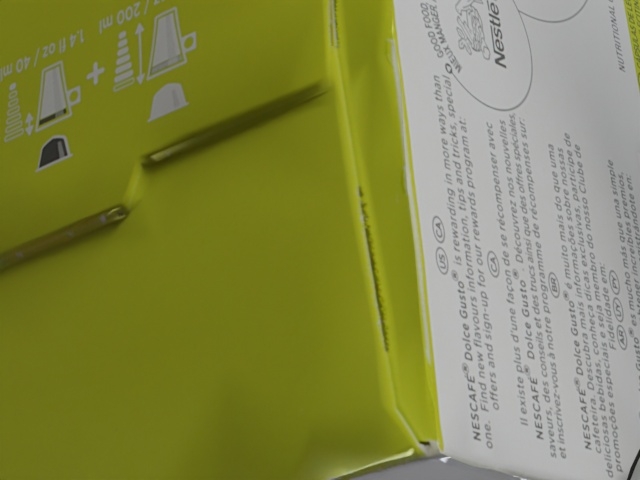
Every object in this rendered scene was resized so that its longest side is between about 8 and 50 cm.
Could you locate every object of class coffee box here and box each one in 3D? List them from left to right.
[{"bbox_3d":[0.000,0.000,0.907,0.334,0.338,0.338,20,58,-47],"label":"coffee box"}]

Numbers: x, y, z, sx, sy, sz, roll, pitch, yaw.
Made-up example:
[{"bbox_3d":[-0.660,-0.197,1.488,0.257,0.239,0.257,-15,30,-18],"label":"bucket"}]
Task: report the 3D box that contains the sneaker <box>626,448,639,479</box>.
[{"bbox_3d":[0.249,0.041,0.651,0.295,0.178,0.124,-47,121,3],"label":"sneaker"}]
